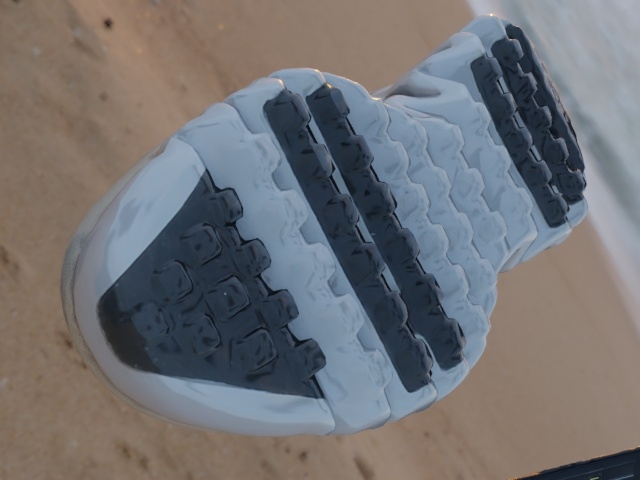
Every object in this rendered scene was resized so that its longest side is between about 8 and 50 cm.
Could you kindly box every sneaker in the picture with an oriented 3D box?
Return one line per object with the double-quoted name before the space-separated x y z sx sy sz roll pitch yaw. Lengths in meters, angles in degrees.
"sneaker" 0.000 0.000 0.458 0.292 0.118 0.110 -27 95 -60

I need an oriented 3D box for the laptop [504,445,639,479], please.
"laptop" 0.194 0.293 0.886 0.234 0.264 0.136 -8 20 -26
